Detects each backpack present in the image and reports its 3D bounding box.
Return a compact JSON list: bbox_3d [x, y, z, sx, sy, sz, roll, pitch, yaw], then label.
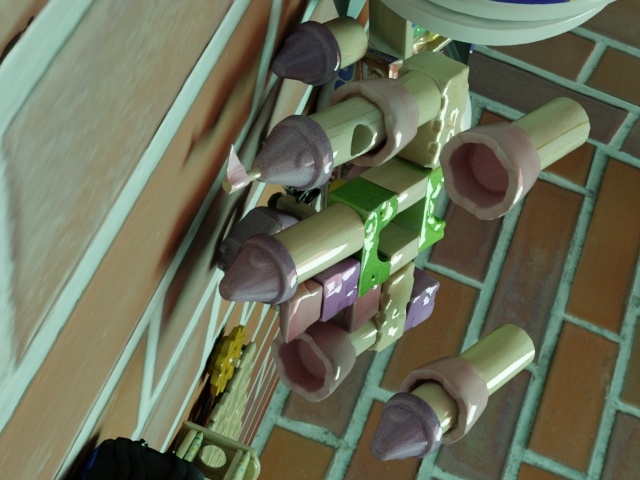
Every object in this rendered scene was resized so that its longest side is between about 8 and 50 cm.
[{"bbox_3d":[-0.136,0.199,0.851,0.101,0.098,0.120,-60,-168,18],"label":"backpack"}]

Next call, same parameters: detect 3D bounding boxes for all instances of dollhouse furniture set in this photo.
[{"bbox_3d":[-0.150,0.321,1.343,0.182,0.101,0.161,-60,171,-68],"label":"dollhouse furniture set"}]

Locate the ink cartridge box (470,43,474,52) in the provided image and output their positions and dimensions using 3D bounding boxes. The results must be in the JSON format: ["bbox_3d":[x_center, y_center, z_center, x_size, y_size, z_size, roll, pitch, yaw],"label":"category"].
[{"bbox_3d":[0.195,-0.397,1.605,0.224,0.045,0.223,59,35,-29],"label":"ink cartridge box"}]

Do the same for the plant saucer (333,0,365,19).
[{"bbox_3d":[0.043,-0.283,1.079,0.195,0.037,0.195,21,90,-86],"label":"plant saucer"}]

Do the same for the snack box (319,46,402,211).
[{"bbox_3d":[0.034,-0.088,1.094,0.022,0.064,0.178,-31,137,-42],"label":"snack box"}]

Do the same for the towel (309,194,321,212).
[{"bbox_3d":[0.058,-0.088,1.865,0.237,0.037,0.329,69,37,-46],"label":"towel"}]

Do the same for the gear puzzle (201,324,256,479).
[{"bbox_3d":[-0.136,0.217,1.510,0.339,0.044,0.175,103,11,-53],"label":"gear puzzle"}]

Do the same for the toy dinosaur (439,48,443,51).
[{"bbox_3d":[0.145,-0.338,1.770,0.200,0.127,0.295,-62,176,39],"label":"toy dinosaur"}]

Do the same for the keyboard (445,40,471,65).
[{"bbox_3d":[0.141,-0.348,1.391,0.317,0.033,0.201,54,47,-61],"label":"keyboard"}]

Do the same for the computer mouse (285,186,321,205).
[{"bbox_3d":[-0.033,-0.017,1.409,0.262,0.060,0.184,59,53,-86],"label":"computer mouse"}]

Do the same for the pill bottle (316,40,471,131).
[{"bbox_3d":[0.090,-0.149,1.488,0.323,0.181,0.181,-36,148,-85],"label":"pill bottle"}]

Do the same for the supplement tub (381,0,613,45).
[{"bbox_3d":[0.113,-0.256,0.605,0.331,0.241,0.241,99,13,-75],"label":"supplement tub"}]

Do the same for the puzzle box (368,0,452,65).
[{"bbox_3d":[0.207,-0.325,0.985,0.409,0.052,0.272,-39,163,-10],"label":"puzzle box"}]

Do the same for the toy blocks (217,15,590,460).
[{"bbox_3d":[0.000,0.000,0.962,0.260,0.309,0.288,-30,138,-40],"label":"toy blocks"}]

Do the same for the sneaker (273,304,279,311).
[{"bbox_3d":[-0.015,0.061,2.081,0.235,0.090,0.095,-62,164,-74],"label":"sneaker"}]
